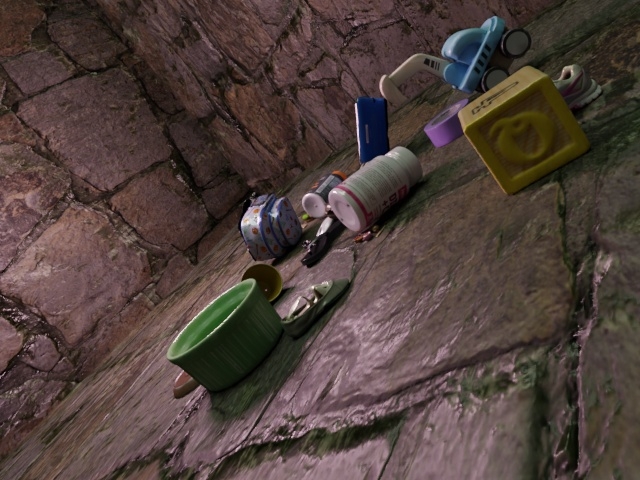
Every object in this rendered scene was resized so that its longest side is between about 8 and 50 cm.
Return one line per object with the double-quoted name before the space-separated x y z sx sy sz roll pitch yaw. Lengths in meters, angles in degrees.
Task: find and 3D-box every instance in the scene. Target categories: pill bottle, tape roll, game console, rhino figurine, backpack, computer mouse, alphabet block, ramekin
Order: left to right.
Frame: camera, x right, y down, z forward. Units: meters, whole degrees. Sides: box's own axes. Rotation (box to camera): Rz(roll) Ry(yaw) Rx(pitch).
"ramekin" -0.246 0.257 1.305 0.304 0.148 0.303 -37 14 10
"backpack" -0.209 -0.045 2.020 0.213 0.276 0.263 -14 28 31
"computer mouse" 0.012 -0.044 1.833 0.193 0.042 0.106 -47 15 -30
"pill bottle" 0.031 -0.213 2.146 0.131 0.130 0.245 -25 19 44
"rhino figurine" 0.114 -0.150 1.837 0.243 0.073 0.106 -33 16 -35
"game console" 0.196 -0.436 2.034 0.250 0.292 0.174 -10 8 -40
"pill bottle" 0.179 -0.168 1.537 0.283 0.160 0.160 -38 13 -18
"tape roll" 0.485 -0.435 1.797 0.189 0.080 0.189 -36 15 11
"alphabet block" 0.441 -0.249 1.080 0.194 0.192 0.197 -35 15 24

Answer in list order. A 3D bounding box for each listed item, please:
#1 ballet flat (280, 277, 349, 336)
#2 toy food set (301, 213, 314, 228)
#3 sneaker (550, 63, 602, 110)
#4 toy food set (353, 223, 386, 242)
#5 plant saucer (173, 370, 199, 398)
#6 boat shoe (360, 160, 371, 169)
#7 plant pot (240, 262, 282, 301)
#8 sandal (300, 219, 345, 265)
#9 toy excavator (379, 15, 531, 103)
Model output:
"ballet flat" -0.014 0.151 1.217 0.213 0.068 0.072 -44 15 -20
"toy food set" -0.030 -0.134 2.241 0.192 0.038 0.132 -41 14 -10
"sneaker" 0.569 -0.346 1.223 0.252 0.111 0.103 -38 14 3
"toy food set" 0.140 -0.020 1.473 0.122 0.019 0.078 -22 22 50
"plant saucer" -0.381 0.398 1.454 0.169 0.029 0.168 -36 13 10
"boat shoe" 0.213 -0.222 1.772 0.103 0.113 0.302 -32 26 22
"plant pot" -0.195 0.154 1.596 0.134 0.134 0.095 -44 -10 -22
"sandal" 0.000 0.000 1.697 0.097 0.054 0.254 -24 20 47
"toy excavator" 0.506 -0.689 1.896 0.222 0.446 0.432 -78 11 -69
